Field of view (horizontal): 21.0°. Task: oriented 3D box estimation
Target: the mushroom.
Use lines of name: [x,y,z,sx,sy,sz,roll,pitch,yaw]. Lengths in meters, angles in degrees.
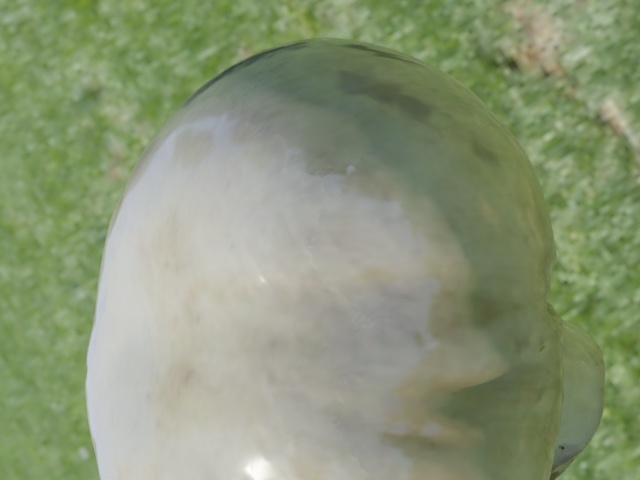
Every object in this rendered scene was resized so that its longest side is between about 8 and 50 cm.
mushroom: [0.009,0.028,0.422,0.154,0.122,0.154,-172,90,-69]
